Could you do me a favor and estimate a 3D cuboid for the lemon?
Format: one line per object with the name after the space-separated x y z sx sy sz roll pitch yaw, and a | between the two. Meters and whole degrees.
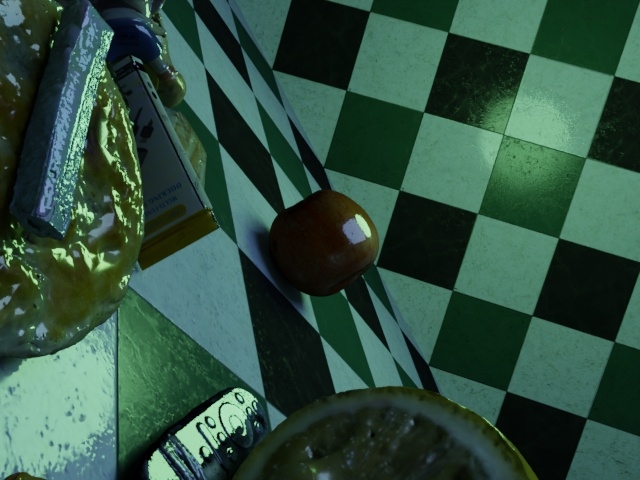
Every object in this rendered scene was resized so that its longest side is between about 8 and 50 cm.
0.082 0.355 0.684 0.364 0.364 0.364 59 11 -18 | lemon

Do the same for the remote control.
-0.130 0.232 0.728 0.090 0.066 0.266 50 13 7 | remote control

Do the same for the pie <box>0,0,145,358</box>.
-0.249 -0.065 0.561 0.337 0.075 0.337 -4 90 -66 | pie

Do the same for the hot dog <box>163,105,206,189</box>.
-0.234 -0.105 1.014 0.162 0.082 0.270 56 15 -33 | hot dog

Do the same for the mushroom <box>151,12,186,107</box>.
-0.339 -0.394 1.226 0.123 0.095 0.351 5 53 -57 | mushroom

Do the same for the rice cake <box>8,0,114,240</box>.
-0.203 -0.103 0.539 0.043 0.034 0.210 51 40 -62 | rice cake

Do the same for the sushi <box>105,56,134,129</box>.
-0.306 -0.171 0.714 0.225 0.124 0.127 33 26 -57 | sushi

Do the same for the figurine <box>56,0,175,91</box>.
-0.323 -0.343 1.045 0.158 0.161 0.275 116 -37 -50 | figurine

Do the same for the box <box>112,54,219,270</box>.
-0.234 -0.098 0.854 0.247 0.129 0.033 63 11 6 | box

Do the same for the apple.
0.000 0.000 1.492 0.253 0.254 0.253 59 11 -18 | apple

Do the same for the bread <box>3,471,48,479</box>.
-0.184 0.221 0.508 0.157 0.044 0.052 51 21 -43 | bread
